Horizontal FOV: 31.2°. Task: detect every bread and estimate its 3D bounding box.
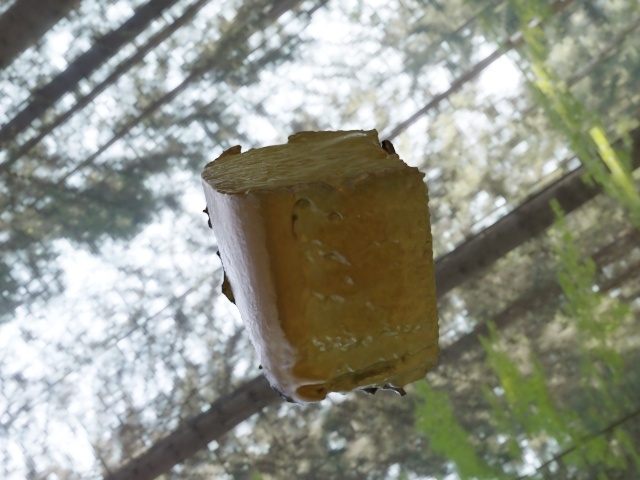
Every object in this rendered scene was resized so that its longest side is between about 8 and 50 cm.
[{"bbox_3d":[0.000,0.000,0.746,0.160,0.140,0.169,-115,15,-59],"label":"bread"}]
